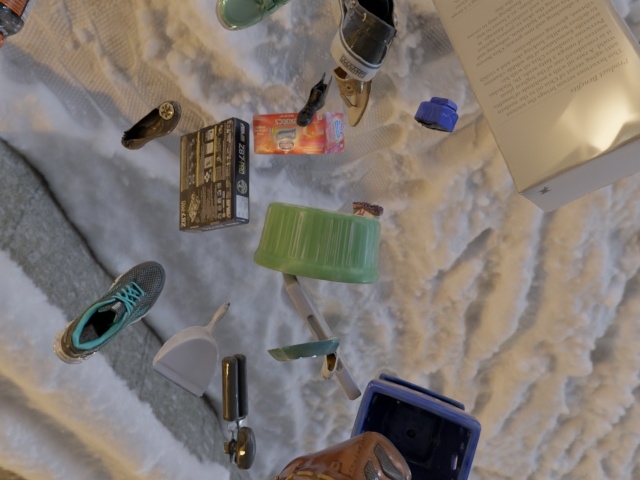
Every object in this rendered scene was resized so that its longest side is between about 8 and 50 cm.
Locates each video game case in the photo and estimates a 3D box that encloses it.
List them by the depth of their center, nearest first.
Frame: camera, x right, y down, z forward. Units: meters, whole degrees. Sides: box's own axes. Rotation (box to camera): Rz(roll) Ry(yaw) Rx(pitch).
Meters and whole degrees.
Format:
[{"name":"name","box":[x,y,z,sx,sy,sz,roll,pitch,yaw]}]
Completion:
[{"name":"video game case","box":[-0.010,0.204,1.236,0.036,0.329,0.300,-29,99,-3]}]

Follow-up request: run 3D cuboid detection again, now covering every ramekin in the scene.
[{"name":"ramekin","box":[0.000,0.000,1.180,0.303,0.303,0.148,8,93,-16]}]

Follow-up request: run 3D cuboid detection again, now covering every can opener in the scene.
[{"name":"can opener","box":[-0.205,0.436,1.276,0.093,0.281,0.074,-9,174,29]}]

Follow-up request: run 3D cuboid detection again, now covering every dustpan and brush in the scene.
[{"name":"dustpan and brush","box":[-0.270,0.233,1.140,0.147,0.060,0.211,44,77,-28]}]

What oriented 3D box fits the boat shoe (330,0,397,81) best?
[{"name":"boat shoe","box":[0.036,-0.167,0.366,0.049,0.142,0.040,26,131,-20]}]

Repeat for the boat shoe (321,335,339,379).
[{"name":"boat shoe","box":[0.023,0.238,1.031,0.035,0.100,0.035,21,135,-5]}]

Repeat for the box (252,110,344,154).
[{"name":"box","box":[-0.078,-0.378,1.757,0.299,0.154,0.142,5,103,29]}]

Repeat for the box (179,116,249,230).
[{"name":"box","box":[-0.413,-0.241,1.906,0.318,0.396,0.097,-9,169,34]}]

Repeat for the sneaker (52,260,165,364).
[{"name":"sneaker","box":[-0.254,0.087,0.624,0.065,0.166,0.076,47,147,-13]}]

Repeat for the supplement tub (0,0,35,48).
[{"name":"supplement tub","box":[-0.777,-0.644,1.173,0.207,0.207,0.338,25,85,-26]}]

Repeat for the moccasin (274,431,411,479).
[{"name":"moccasin","box":[-0.010,0.414,0.755,0.147,0.139,0.380,-28,169,-41]}]

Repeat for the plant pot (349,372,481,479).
[{"name":"plant pot","box":[0.187,0.427,1.053,0.235,0.212,0.236,18,90,12]}]

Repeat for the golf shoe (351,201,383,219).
[{"name":"golf shoe","box":[0.151,-0.075,1.569,0.067,0.186,0.086,2,98,-14]}]

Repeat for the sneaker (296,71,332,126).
[{"name":"sneaker","box":[-0.020,-0.430,1.515,0.051,0.170,0.089,30,151,10]}]

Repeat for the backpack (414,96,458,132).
[{"name":"backpack","box":[0.370,-0.403,1.582,0.097,0.120,0.101,22,92,-40]}]

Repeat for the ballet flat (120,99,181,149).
[{"name":"ballet flat","box":[-0.497,-0.330,1.432,0.249,0.084,0.058,-20,170,31]}]

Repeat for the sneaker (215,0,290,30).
[{"name":"sneaker","box":[-0.074,-0.468,0.876,0.255,0.151,0.094,-37,117,-2]}]

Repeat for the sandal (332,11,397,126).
[{"name":"sandal","box":[0.063,-0.328,0.945,0.079,0.088,0.240,3,141,-19]}]

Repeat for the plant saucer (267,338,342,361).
[{"name":"plant saucer","box":[-0.023,0.173,0.773,0.119,0.021,0.119,-9,166,-2]}]

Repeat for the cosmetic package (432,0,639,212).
[{"name":"cosmetic package","box":[0.376,-0.305,0.833,0.230,0.454,0.161,-28,155,31]}]
